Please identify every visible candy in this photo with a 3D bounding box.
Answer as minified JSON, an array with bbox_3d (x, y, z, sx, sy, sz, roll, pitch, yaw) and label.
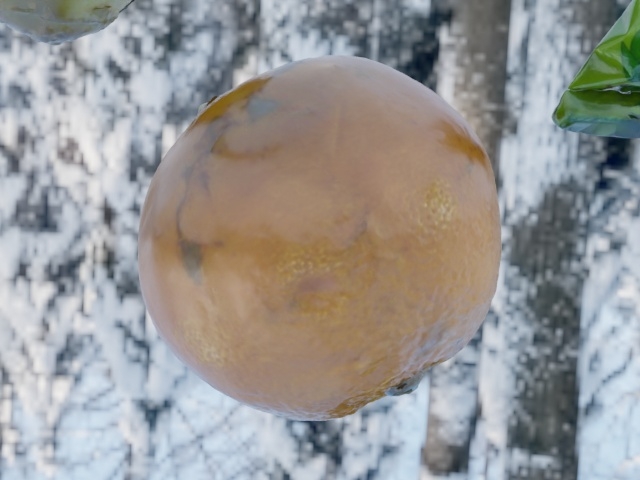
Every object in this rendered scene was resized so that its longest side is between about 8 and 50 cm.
[{"bbox_3d":[0.318,-0.183,1.396,0.149,0.069,0.246,2,148,-27],"label":"candy"}]

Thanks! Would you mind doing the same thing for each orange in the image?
[{"bbox_3d":[0.000,0.000,1.313,0.312,0.312,0.312,3,-171,0],"label":"orange"}]

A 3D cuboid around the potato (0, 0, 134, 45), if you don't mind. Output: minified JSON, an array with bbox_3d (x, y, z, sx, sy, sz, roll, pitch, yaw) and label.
[{"bbox_3d":[-0.289,-0.348,1.509,0.289,0.397,0.296,13,-153,-7],"label":"potato"}]

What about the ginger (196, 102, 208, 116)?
[{"bbox_3d":[-0.126,-0.077,1.925,0.081,0.115,0.205,22,-156,-32],"label":"ginger"}]
